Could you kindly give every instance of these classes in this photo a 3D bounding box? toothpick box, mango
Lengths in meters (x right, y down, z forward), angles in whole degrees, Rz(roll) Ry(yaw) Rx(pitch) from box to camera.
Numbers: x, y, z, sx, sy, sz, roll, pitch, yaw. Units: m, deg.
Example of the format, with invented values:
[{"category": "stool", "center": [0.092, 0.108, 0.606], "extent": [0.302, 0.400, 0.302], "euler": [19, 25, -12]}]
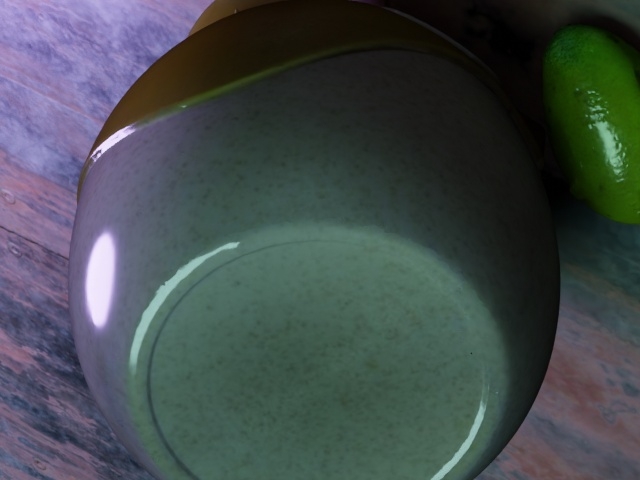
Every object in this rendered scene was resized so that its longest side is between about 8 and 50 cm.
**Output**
[{"category": "toothpick box", "center": [0.000, 0.000, 1.481], "extent": [0.409, 0.425, 0.409], "euler": [-1, 120, -1]}, {"category": "mango", "center": [0.233, -0.092, 1.450], "extent": [0.119, 0.100, 0.178], "euler": [-6, 115, 48]}]
